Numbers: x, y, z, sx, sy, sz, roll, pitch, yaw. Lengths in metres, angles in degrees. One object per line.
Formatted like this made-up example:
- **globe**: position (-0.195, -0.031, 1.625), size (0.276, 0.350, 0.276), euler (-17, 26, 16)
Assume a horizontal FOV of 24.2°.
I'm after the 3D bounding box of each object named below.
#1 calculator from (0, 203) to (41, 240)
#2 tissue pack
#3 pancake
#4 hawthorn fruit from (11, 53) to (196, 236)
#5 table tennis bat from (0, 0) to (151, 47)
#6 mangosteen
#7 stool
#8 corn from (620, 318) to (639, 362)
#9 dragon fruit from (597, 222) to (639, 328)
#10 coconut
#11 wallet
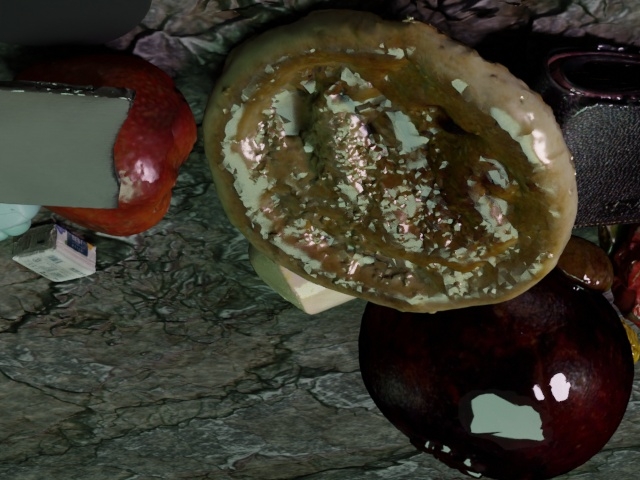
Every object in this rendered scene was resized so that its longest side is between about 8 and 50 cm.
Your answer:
- **calculator**: position (-0.383, -0.057, 1.499), size (0.184, 0.042, 0.295), euler (-9, 155, 15)
- **tissue pack**: position (-0.298, 0.014, 1.672), size (0.062, 0.042, 0.083), euler (-14, 154, 21)
- **pancake**: position (0.058, -0.063, 1.340), size (0.356, 0.065, 0.356), euler (11, 132, 13)
- **hawthorn fruit**: position (-0.198, -0.092, 1.317), size (0.179, 0.173, 0.173), euler (18, 164, 22)
- **table tennis bat**: position (-0.272, -0.203, 1.203), size (0.274, 0.021, 0.154), euler (3, 156, -18)
- **mangosteen**: position (0.191, 0.111, 1.611), size (0.297, 0.293, 0.297), euler (11, 150, 7)
- **stool**: position (-0.258, -0.170, 0.996), size (0.269, 0.244, 0.170), euler (2, 157, -10)
- **corn**: position (0.288, 0.108, 1.867), size (0.305, 0.106, 0.106), euler (16, 150, -36)
- **dragon fruit**: position (0.400, 0.030, 1.625), size (0.209, 0.172, 0.172), euler (6, 155, -20)
- **coconut**: position (0.000, 0.000, 1.543), size (0.152, 0.147, 0.147), euler (-20, 153, 15)
- **wallet**: position (0.266, -0.083, 1.400), size (0.262, 0.071, 0.221), euler (-2, 144, -28)
